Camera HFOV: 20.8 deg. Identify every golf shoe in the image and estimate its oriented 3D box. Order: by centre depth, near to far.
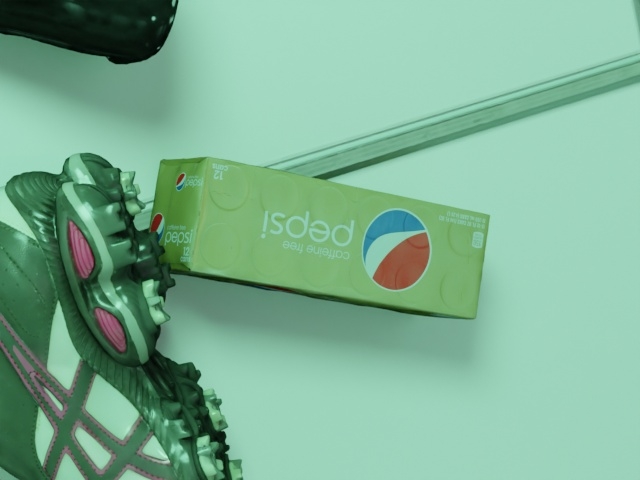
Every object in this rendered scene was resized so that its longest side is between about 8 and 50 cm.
[{"bbox_3d":[-0.109,0.095,0.864,0.120,0.105,0.272,-19,104,3],"label":"golf shoe"}]

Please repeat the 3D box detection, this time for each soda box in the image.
[{"bbox_3d":[0.000,0.000,0.938,0.181,0.058,0.061,11,85,-31],"label":"soda box"}]

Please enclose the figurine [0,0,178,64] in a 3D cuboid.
[{"bbox_3d":[-0.172,-0.201,0.820,0.209,0.092,0.214,4,88,-27],"label":"figurine"}]
